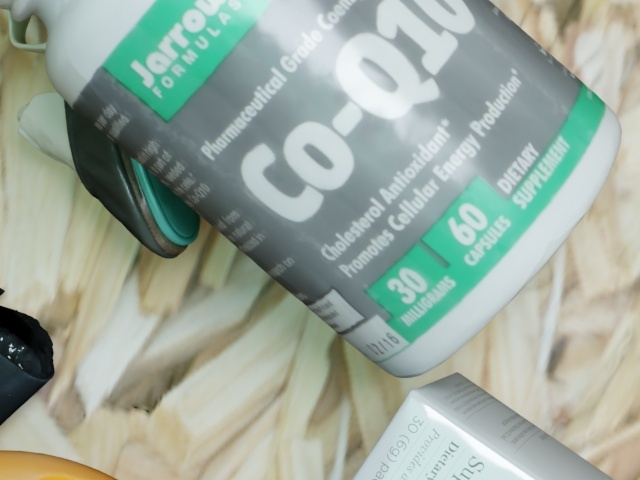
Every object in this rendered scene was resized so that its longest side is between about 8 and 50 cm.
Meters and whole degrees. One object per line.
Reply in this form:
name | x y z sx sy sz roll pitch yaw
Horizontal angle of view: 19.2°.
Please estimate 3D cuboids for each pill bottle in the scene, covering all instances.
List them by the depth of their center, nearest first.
pill bottle | -0.024 -0.108 1.075 0.361 0.204 0.204 40 98 -6

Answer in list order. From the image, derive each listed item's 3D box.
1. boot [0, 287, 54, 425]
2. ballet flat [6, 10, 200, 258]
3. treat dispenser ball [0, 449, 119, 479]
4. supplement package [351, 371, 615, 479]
boot | -0.247 0.145 1.219 0.207 0.094 0.246 -42 75 13
ballet flat | -0.145 -0.115 1.207 0.096 0.095 0.280 -16 76 22
treat dispenser ball | -0.181 0.260 1.054 0.288 0.288 0.288 0 90 13
supplement package | 0.139 0.231 1.092 0.293 0.175 0.177 34 96 10
